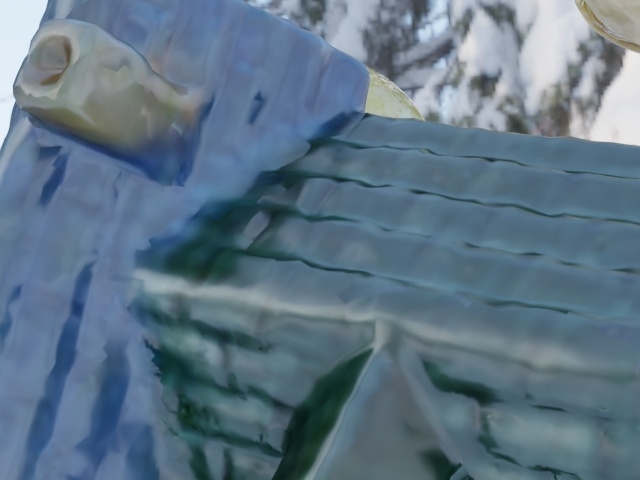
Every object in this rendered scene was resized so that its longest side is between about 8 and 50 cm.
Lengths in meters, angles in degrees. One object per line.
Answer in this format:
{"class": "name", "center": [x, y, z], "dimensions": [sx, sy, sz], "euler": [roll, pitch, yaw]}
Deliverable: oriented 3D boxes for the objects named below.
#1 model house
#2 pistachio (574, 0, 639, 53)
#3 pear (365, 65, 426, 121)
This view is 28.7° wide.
{"class": "model house", "center": [-0.021, 0.088, 0.682], "dimensions": [0.446, 0.395, 0.400], "euler": [12, -17, 24]}
{"class": "pistachio", "center": [0.507, -0.365, 1.927], "dimensions": [0.230, 0.157, 0.157], "euler": [13, -10, 12]}
{"class": "pear", "center": [-0.029, -0.039, 1.273], "dimensions": [0.309, 0.309, 0.309], "euler": [-5, -13, -1]}
